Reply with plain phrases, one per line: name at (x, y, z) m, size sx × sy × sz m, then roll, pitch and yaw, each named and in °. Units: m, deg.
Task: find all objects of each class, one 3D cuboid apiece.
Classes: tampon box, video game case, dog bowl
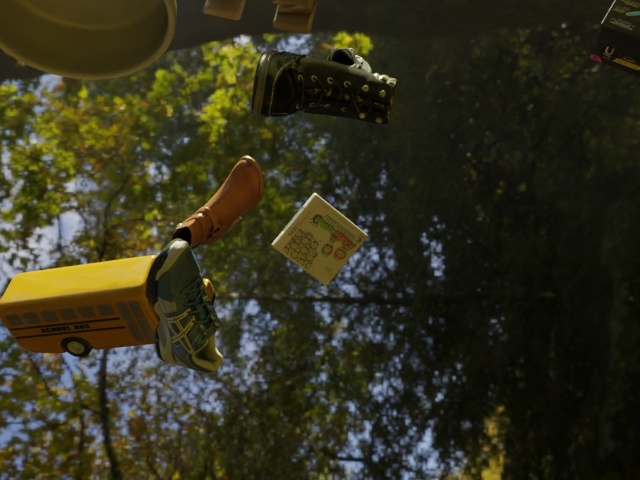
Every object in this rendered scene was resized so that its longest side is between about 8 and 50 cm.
tampon box at (0.670, -0.454, 1.674) m, size 0.161 × 0.120 × 0.101 m, roll -54°, pitch -19°, yaw -27°
video game case at (0.000, 0.000, 1.655) m, size 0.157 × 0.143 × 0.019 m, roll 38°, pitch -174°, yaw -25°
dog bowl at (-0.326, -0.340, 1.054) m, size 0.265 × 0.264 × 0.104 m, roll 52°, pitch -149°, yaw -57°

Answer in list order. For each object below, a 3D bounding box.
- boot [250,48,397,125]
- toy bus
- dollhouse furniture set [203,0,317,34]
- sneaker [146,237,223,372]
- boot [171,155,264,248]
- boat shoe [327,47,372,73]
boot at (0.010, -0.203, 1.067) m, size 0.236 × 0.178 × 0.085 m, roll -61°, pitch -16°, yaw -68°
toy bus at (-0.353, 0.108, 1.314) m, size 0.108 × 0.332 × 0.130 m, roll -81°, pitch -21°, yaw -51°
dollhouse furniture set at (-0.165, -0.586, 1.285) m, size 0.362 × 0.393 × 0.257 m, roll 94°, pitch -172°, yaw -67°
sneaker at (-0.162, 0.084, 0.979) m, size 0.080 × 0.081 × 0.211 m, roll -50°, pitch -28°, yaw -39°
boot at (-0.276, -0.086, 2.038) m, size 0.109 × 0.283 × 0.220 m, roll 49°, pitch -136°, yaw 8°
boat shoe at (0.048, -0.324, 1.483) m, size 0.227 × 0.079 × 0.081 m, roll -64°, pitch -31°, yaw -59°
